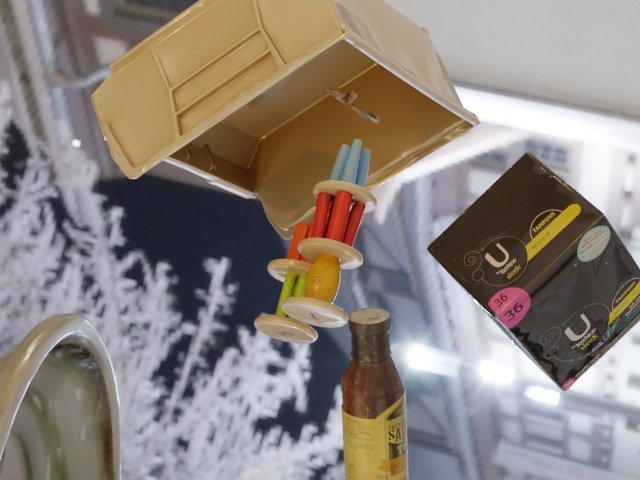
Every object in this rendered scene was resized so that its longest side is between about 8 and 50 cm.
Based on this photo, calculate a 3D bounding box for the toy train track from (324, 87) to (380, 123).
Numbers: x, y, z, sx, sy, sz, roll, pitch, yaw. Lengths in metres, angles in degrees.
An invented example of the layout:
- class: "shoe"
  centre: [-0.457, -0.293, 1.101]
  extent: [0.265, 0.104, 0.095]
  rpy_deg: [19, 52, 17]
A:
- class: "toy train track"
  centre: [0.033, -0.122, 1.252]
  extent: [0.014, 0.048, 0.083]
  rpy_deg: [-55, -29, 6]

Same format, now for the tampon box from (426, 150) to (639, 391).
- class: "tampon box"
  centre: [0.190, 0.028, 1.186]
  extent: [0.120, 0.101, 0.161]
  rpy_deg: [-45, -40, 2]

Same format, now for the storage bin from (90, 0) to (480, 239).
- class: "storage bin"
  centre: [-0.034, -0.128, 1.328]
  extent: [0.262, 0.260, 0.123]
  rpy_deg: [21, -138, -57]

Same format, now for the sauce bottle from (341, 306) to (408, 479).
- class: "sauce bottle"
  centre: [0.033, 0.105, 0.872]
  extent: [0.042, 0.042, 0.128]
  rpy_deg: [-47, -43, -59]

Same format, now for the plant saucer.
- class: "plant saucer"
  centre: [-0.264, 0.255, 1.152]
  extent: [0.400, 0.101, 0.400]
  rpy_deg: [5, -90, -82]

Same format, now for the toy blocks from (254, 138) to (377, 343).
- class: "toy blocks"
  centre: [0.000, 0.000, 1.136]
  extent: [0.123, 0.054, 0.148]
  rpy_deg: [145, 143, -65]
